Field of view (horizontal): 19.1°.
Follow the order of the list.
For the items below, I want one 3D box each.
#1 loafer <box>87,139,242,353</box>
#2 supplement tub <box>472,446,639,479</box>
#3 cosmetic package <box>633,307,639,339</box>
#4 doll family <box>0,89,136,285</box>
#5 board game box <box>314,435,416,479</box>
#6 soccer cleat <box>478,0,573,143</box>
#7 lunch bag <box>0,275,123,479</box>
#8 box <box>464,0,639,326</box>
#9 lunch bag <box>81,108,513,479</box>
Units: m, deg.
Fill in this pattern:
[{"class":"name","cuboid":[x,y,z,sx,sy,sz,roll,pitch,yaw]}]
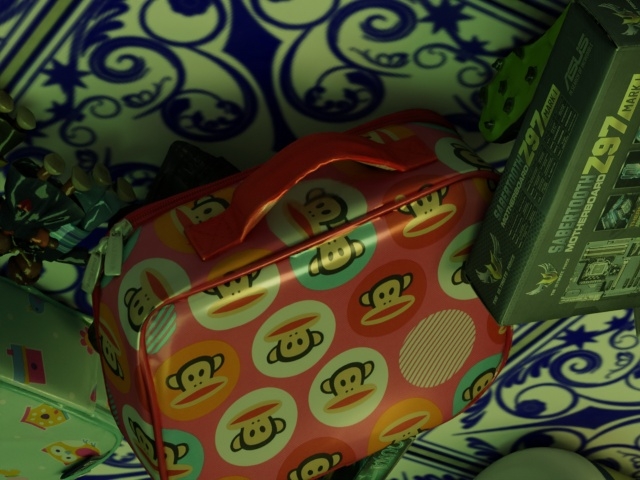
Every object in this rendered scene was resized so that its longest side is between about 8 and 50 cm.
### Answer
[{"class":"loafer","cuboid":[-0.121,0.008,1.388,0.078,0.076,0.223,43,135,4]},{"class":"supplement tub","cuboid":[0.275,0.334,1.703,0.316,0.228,0.228,25,136,-31]},{"class":"cosmetic package","cuboid":[0.325,-0.010,1.363,0.117,0.085,0.231,13,143,-18]},{"class":"doll family","cuboid":[-0.220,-0.032,1.305,0.193,0.076,0.111,39,110,-19]},{"class":"board game box","cuboid":[0.030,0.150,1.531,0.026,0.126,0.186,11,142,-16]},{"class":"soccer cleat","cuboid":[0.167,-0.117,1.233,0.072,0.060,0.179,16,137,-25]},{"class":"lunch bag","cuboid":[-0.299,0.119,1.494,0.279,0.108,0.224,28,134,-34]},{"class":"box","cuboid":[0.212,-0.053,1.231,0.183,0.059,0.233,-7,134,-28]},{"class":"lunch bag","cuboid":[-0.008,0.038,1.291,0.293,0.120,0.258,-21,134,-18]}]
